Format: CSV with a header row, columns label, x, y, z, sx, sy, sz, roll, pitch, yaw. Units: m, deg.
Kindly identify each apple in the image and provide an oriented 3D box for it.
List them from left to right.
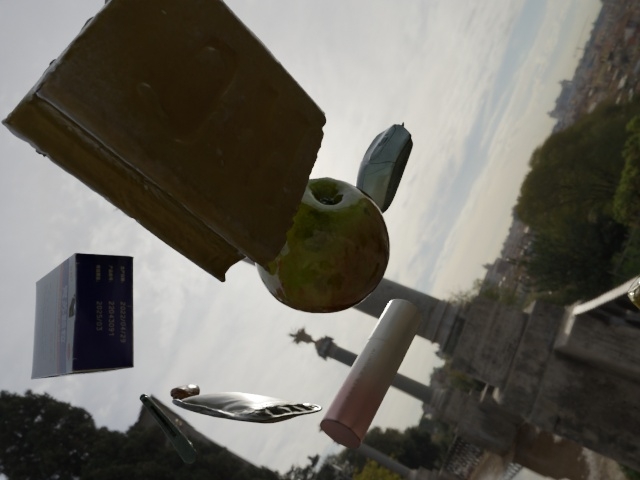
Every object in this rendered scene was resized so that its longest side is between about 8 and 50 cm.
label,x,y,z,sx,sy,sz,roll,pitch,yaw
apple,0.000,0.000,0.917,0.246,0.247,0.226,-52,-32,-40

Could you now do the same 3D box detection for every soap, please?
label,x,y,z,sx,sy,sz,roll,pitch,yaw
soap,-0.165,-0.155,0.674,0.335,0.156,0.293,42,-126,-31

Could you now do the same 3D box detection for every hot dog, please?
label,x,y,z,sx,sy,sz,roll,pitch,yaw
hot dog,-0.325,0.367,1.242,0.083,0.058,0.035,26,-112,-72

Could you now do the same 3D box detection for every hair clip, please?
label,x,y,z,sx,sy,sz,roll,pitch,yaw
hair clip,-0.397,0.476,1.325,0.039,0.070,0.229,-38,-70,-17

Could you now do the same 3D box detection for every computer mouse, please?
label,x,y,z,sx,sy,sz,roll,pitch,yaw
computer mouse,0.130,-0.161,1.123,0.068,0.113,0.228,20,-94,-39

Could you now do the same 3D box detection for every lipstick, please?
label,x,y,z,sx,sy,sz,roll,pitch,yaw
lipstick,0.114,0.263,1.070,0.326,0.087,0.087,-52,-25,-38

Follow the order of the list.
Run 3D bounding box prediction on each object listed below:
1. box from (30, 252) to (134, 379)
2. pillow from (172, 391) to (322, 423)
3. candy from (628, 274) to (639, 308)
label,x,y,z,sx,sy,sz,roll,pitch,yaw
box,-0.456,0.152,0.976,0.107,0.300,0.199,6,-107,-39
pillow,-0.106,0.231,0.719,0.130,0.218,0.033,7,-103,-42
candy,0.771,0.059,1.085,0.260,0.118,0.259,-37,-24,-19
